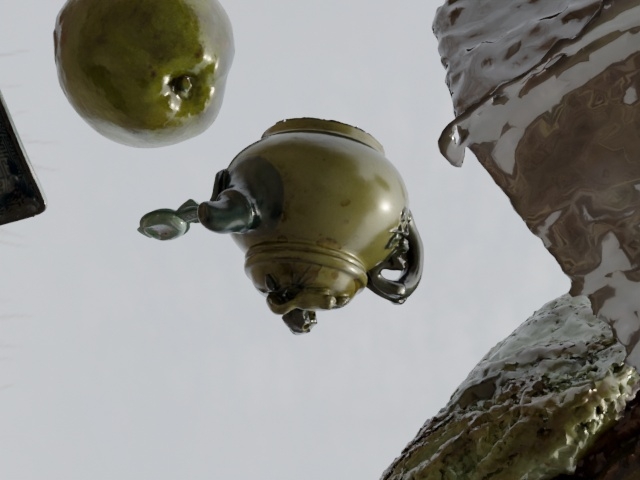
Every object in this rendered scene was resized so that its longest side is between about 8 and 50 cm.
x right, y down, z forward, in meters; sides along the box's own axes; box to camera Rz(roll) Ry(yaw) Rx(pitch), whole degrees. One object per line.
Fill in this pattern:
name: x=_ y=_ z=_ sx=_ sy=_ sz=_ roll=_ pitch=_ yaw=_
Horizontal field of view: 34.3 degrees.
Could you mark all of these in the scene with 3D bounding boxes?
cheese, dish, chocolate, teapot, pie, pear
cheese: x=-0.204 y=-0.027 z=1.441 sx=0.121 sy=0.067 sz=0.026 roll=-19 pitch=-130 yaw=32
dish: x=-0.471 y=-0.136 z=1.361 sx=0.182 sy=0.080 sz=0.243 roll=-13 pitch=-66 yaw=10
chocolate: x=0.164 y=-0.011 z=0.483 sx=0.112 sy=0.321 sz=0.112 roll=-33 pitch=-143 yaw=17
teapot: x=0.000 y=0.000 z=0.951 sx=0.173 sy=0.269 sz=0.182 roll=-13 pitch=-120 yaw=44
pie: x=0.247 y=0.184 z=1.166 sx=0.180 sy=0.418 sz=0.395 roll=47 pitch=-58 yaw=-5
pear: x=-0.250 y=-0.264 z=1.485 sx=0.321 sy=0.269 sz=0.269 roll=35 pitch=-58 yaw=52
